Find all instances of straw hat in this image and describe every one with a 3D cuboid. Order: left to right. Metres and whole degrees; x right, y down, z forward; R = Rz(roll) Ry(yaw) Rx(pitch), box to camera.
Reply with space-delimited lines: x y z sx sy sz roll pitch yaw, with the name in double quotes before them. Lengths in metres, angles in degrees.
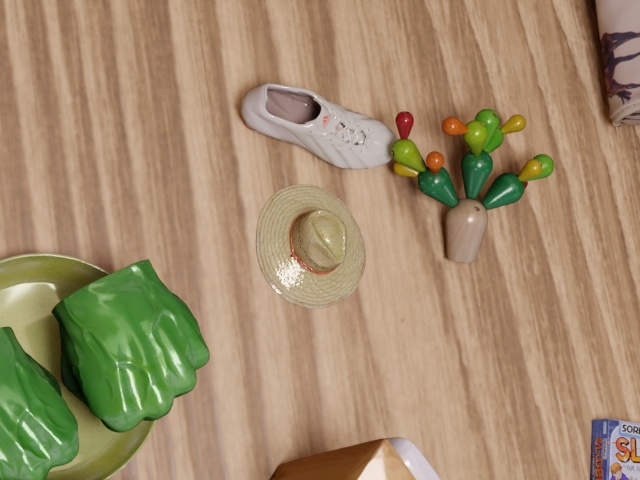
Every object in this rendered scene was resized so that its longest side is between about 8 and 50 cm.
"straw hat" 0.000 0.000 1.306 0.144 0.061 0.145 6 75 -23

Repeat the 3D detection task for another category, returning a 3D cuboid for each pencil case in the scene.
"pencil case" 0.440 -0.352 1.518 0.183 0.160 0.410 -8 79 14

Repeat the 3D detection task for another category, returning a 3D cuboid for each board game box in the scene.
"board game box" 0.420 0.298 1.436 0.201 0.035 0.136 11 74 -21

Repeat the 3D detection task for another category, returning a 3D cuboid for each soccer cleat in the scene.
"soccer cleat" 0.006 -0.128 1.329 0.196 0.076 0.068 15 72 -20

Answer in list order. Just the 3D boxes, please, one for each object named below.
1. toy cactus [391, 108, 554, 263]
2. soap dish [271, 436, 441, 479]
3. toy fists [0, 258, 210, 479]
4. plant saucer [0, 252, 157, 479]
"toy cactus" 0.169 -0.067 1.385 0.219 0.112 0.181 4 98 -36
"soap dish" 0.072 0.341 1.163 0.118 0.229 0.291 -37 94 -32
"toy fists" -0.240 0.137 1.112 0.279 0.096 0.142 -26 82 -25
"plant saucer" -0.274 0.134 1.169 0.241 0.037 0.241 6 75 -23
